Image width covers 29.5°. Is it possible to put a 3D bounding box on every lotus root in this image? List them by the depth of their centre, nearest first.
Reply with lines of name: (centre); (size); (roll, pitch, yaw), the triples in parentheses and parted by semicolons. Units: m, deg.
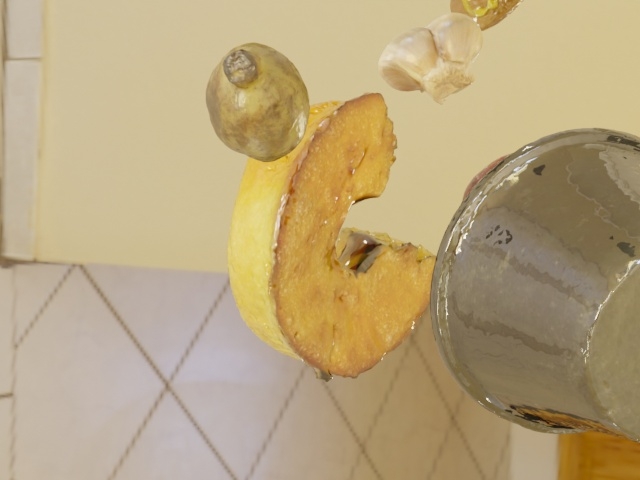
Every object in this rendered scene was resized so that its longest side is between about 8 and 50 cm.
lotus root: (-0.076, -0.173, 1.485); (0.214, 0.139, 0.138); (88, 14, -76)

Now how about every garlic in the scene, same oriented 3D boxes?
garlic: (0.181, -0.297, 1.955); (0.174, 0.099, 0.124); (-34, 115, -7)

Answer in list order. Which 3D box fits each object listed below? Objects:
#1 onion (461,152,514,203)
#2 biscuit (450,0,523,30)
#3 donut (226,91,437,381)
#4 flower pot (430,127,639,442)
onion: (0.336, -0.095, 2.271); (0.098, 0.206, 0.151); (45, 17, -11)
biscuit: (0.309, -0.573, 2.383); (0.277, 0.262, 0.052); (54, 31, 13)
donut: (0.000, 0.000, 1.897); (0.378, 0.164, 0.435); (-41, 127, -37)
flower pot: (0.327, 0.079, 1.349); (0.380, 0.251, 0.379); (-4, 107, -14)
